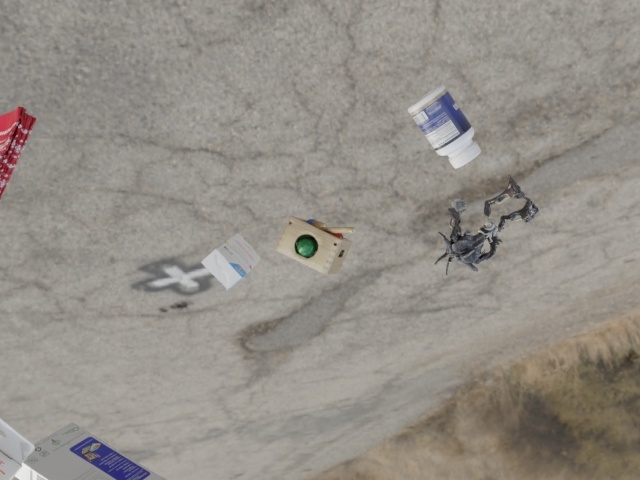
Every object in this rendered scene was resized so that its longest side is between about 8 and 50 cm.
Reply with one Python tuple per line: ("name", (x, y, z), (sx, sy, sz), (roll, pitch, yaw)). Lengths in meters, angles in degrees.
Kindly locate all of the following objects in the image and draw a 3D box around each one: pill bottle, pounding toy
("pill bottle", (0.274, -0.245, 1.414), (0.094, 0.169, 0.094), (-35, -171, 6))
("pounding toy", (0.000, 0.000, 1.219), (0.130, 0.100, 0.141), (26, -176, 13))

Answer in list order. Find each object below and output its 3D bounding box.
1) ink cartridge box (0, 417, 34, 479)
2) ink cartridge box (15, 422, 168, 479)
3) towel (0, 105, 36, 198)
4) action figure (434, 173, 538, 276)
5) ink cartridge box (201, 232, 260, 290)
("ink cartridge box", (-0.433, 0.276, 0.752), (0.198, 0.115, 0.067), (-46, -173, 23))
("ink cartridge box", (-0.497, 0.526, 1.427), (0.333, 0.065, 0.165), (19, -159, 26))
("towel", (-0.546, -0.074, 1.005), (0.199, 0.274, 0.031), (-4, 153, 39))
("action figure", (0.399, -0.030, 1.622), (0.276, 0.141, 0.164), (-40, 108, 18))
("ink cartridge box", (-0.237, 0.053, 1.760), (0.062, 0.104, 0.181), (-41, -176, 18))
